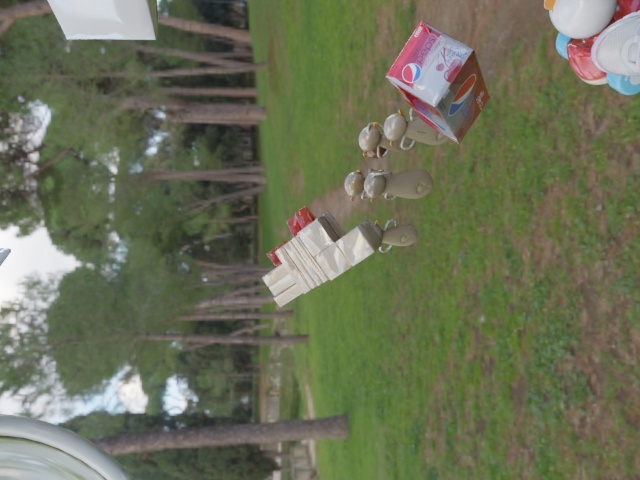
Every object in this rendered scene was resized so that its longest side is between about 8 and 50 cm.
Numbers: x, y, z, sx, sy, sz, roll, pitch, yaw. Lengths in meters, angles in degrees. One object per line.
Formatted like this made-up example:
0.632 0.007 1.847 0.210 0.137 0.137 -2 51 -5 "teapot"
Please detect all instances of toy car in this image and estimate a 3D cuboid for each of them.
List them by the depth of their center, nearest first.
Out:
0.501 -0.418 1.258 0.210 0.238 0.219 -47 34 16 "toy car"

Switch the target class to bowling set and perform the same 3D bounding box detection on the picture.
0.106 -0.134 1.331 0.200 0.154 0.287 38 122 45 "bowling set"

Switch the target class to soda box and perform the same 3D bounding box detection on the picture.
0.177 -0.220 1.020 0.092 0.083 0.263 -57 -16 7 "soda box"

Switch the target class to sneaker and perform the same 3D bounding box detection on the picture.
0.540 -0.297 1.079 0.111 0.252 0.103 -41 -56 -44 "sneaker"

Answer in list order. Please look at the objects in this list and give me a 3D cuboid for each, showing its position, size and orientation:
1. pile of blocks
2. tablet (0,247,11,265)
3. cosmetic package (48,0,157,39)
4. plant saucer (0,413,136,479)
0.000 0.000 1.118 0.112 0.149 0.362 55 157 0 "pile of blocks"
-0.288 0.026 0.566 0.083 0.054 0.006 -99 6 -64 "tablet"
-0.320 -0.448 0.982 0.365 0.155 0.196 121 145 -76 "cosmetic package"
-0.367 0.382 0.790 0.100 0.401 0.400 -163 74 -81 "plant saucer"
